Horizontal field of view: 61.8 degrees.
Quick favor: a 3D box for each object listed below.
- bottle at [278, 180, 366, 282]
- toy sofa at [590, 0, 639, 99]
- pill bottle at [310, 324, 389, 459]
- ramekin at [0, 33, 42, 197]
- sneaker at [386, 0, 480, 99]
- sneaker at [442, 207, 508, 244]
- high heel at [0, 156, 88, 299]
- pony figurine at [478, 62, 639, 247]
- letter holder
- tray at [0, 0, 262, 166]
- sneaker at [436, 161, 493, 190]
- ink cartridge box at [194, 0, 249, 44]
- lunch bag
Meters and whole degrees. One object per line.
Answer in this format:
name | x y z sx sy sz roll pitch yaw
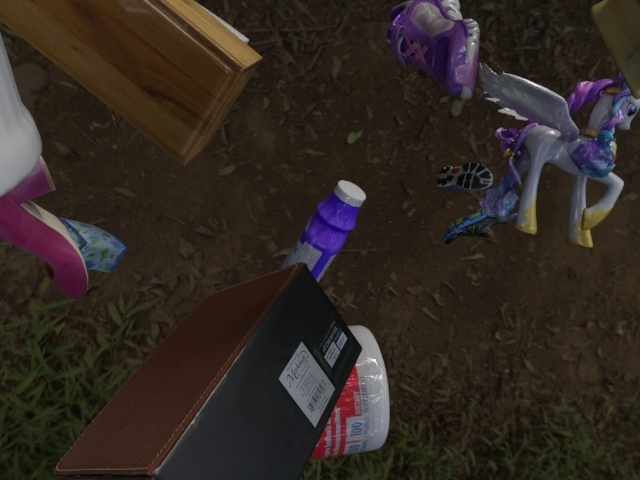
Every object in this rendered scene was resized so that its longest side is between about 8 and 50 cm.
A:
bottle | 0.000 0.000 1.164 0.092 0.118 0.282 28 119 -7
toy sofa | 0.339 -0.308 0.482 0.363 0.177 0.150 30 43 -52
pill bottle | -0.099 0.284 0.964 0.408 0.229 0.228 -5 97 -10
ramekin | -0.315 -0.098 0.289 0.278 0.277 0.135 -6 121 -19
sneaker | 0.142 -0.259 0.708 0.105 0.236 0.095 -2 131 -1
sneaker | 0.409 -0.031 1.419 0.188 0.067 0.078 -28 103 27
high heel | -0.365 0.005 0.649 0.117 0.082 0.244 -28 148 -29
pony figurine | 0.466 -0.199 1.087 0.351 0.303 0.363 20 106 16
letter holder | -0.120 0.193 0.631 0.152 0.215 0.301 57 40 -19
tray | -0.311 -0.319 0.796 0.411 0.076 0.203 38 125 -7
sneaker | 0.362 -0.151 1.310 0.071 0.170 0.068 18 90 -29
ink cartridge box | -0.300 -0.399 1.158 0.168 0.232 0.171 35 120 -1
lunch bag | -0.557 0.001 1.246 0.151 0.129 0.096 40 98 25
